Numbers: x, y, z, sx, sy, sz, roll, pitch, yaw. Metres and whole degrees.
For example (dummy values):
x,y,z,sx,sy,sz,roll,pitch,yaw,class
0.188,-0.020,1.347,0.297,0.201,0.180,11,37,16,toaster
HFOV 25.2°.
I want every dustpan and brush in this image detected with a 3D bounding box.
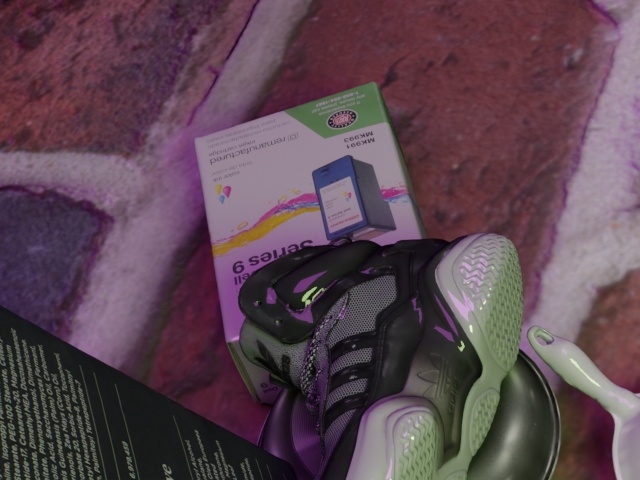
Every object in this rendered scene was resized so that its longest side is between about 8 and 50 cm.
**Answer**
x,y,z,sx,sy,sz,roll,pitch,yaw,class
0.217,0.120,0.890,0.211,0.060,0.147,44,59,4,dustpan and brush

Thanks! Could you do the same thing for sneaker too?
x,y,z,sx,sy,sz,roll,pitch,yaw,class
0.011,0.095,0.825,0.153,0.101,0.268,8,46,27,sneaker

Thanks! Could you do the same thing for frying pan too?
x,y,z,sx,sy,sz,roll,pitch,yaw,class
0.018,0.165,0.861,0.197,0.053,0.326,13,53,31,frying pan

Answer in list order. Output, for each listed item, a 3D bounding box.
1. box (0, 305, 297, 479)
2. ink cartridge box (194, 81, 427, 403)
x,y,z,sx,sy,sz,roll,pitch,yaw,class
-0.213,0.220,0.756,0.343,0.312,0.179,-37,46,17,box
0.000,0.000,1.075,0.154,0.093,0.212,-16,50,6,ink cartridge box
